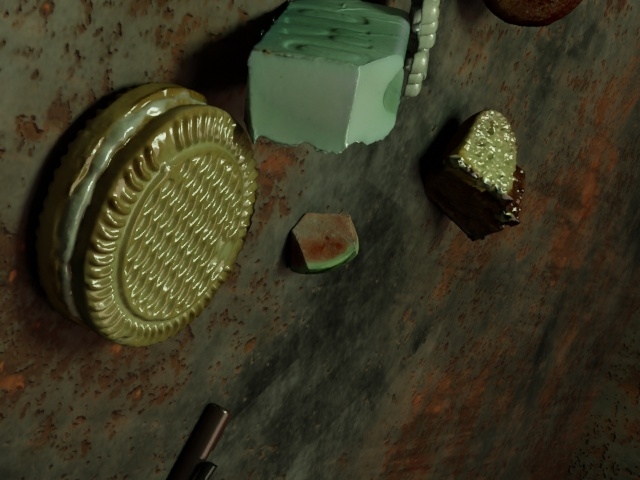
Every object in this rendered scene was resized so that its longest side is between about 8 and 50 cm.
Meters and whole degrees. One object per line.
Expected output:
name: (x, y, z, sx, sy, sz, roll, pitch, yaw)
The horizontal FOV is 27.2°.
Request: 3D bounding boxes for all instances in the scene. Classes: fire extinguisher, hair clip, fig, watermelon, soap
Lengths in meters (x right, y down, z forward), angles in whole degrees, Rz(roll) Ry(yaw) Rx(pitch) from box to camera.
fire extinguisher: (-0.148, 0.271, 1.511, 0.173, 0.049, 0.035, -62, 161, -8)
hair clip: (0.106, -0.246, 1.450, 0.220, 0.054, 0.140, 101, 3, -66)
fig: (0.263, -0.371, 1.693, 0.201, 0.146, 0.134, -95, -152, -45)
watermelon: (0.005, 0.002, 1.558, 0.092, 0.084, 0.072, -145, -127, -80)
soap: (0.009, -0.167, 1.290, 0.230, 0.145, 0.091, -75, 173, -65)

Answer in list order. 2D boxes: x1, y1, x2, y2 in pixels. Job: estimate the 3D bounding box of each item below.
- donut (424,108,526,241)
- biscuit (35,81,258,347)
donut: (0.213, -0.094, 1.815, 0.186, 0.144, 0.126, 43, 63, -31)
biscuit: (-0.153, -0.022, 1.215, 0.259, 0.079, 0.259, -43, 146, -39)
